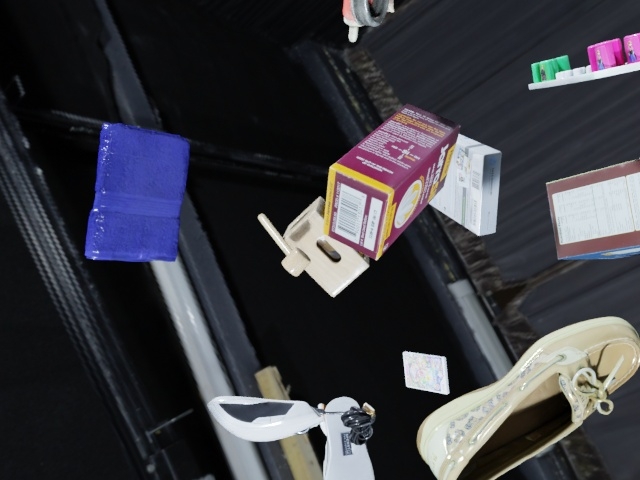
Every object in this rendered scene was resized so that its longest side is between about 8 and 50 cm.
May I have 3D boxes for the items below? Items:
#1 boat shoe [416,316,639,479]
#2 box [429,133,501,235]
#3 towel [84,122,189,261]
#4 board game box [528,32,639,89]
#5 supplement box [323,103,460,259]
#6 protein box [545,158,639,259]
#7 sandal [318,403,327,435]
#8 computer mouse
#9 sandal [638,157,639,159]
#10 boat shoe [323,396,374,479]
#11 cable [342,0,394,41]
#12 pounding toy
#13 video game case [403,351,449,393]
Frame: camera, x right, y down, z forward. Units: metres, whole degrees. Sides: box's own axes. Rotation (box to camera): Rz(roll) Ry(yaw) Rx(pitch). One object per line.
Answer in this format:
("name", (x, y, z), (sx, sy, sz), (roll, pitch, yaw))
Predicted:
("boat shoe", (0.248, 0.190, 0.708), (0.104, 0.285, 0.089), (57, 179, -18))
("box", (0.248, -0.109, 1.121), (0.186, 0.038, 0.145), (-135, 38, -60))
("towel", (-0.422, -0.104, 1.457), (0.228, 0.076, 0.308), (5, -85, -47))
("board game box", (0.567, -0.311, 0.997), (0.390, 0.390, 0.050), (-68, -34, -77))
("supplement box", (0.089, -0.077, 0.781), (0.081, 0.104, 0.188), (27, -134, 21))
("protein box", (0.528, -0.048, 1.059), (0.200, 0.201, 0.135), (1, -100, -39))
("sandal", (0.059, 0.567, 1.893), (0.265, 0.076, 0.101), (67, -166, -49))
("computer mouse", (-0.034, 0.209, 0.718), (0.106, 0.193, 0.042), (93, 180, -65))
("sandal", (0.816, -0.108, 1.225), (0.102, 0.416, 0.169), (21, -103, -39))
("boat shoe", (0.046, 0.420, 1.153), (0.267, 0.096, 0.088), (-99, 0, -49))
("cable", (0.045, -0.368, 0.727), (0.287, 0.072, 0.139), (77, -151, -44))
("pounding toy", (-0.007, -0.005, 1.030), (0.181, 0.094, 0.206), (46, -167, -8))
("video game case", (0.249, 0.313, 1.500), (0.011, 0.122, 0.087), (-10, -85, -42))
